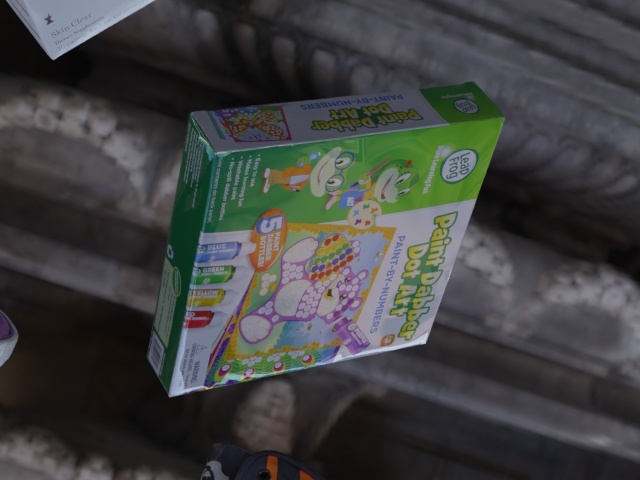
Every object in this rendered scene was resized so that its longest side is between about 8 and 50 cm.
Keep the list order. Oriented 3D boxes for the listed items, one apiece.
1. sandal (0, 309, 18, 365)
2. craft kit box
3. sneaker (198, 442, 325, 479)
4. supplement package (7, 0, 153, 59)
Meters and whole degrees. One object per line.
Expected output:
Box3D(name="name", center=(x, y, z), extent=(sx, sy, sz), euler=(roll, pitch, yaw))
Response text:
Box3D(name="sandal", center=(-0.398, 0.047, 1.240), extent=(0.169, 0.102, 0.416), euler=(34, -174, 11))
Box3D(name="craft kit box", center=(0.000, 0.000, 1.087), extent=(0.247, 0.249, 0.061), euler=(-12, -134, -29))
Box3D(name="sneaker", center=(-0.102, 0.201, 0.781), extent=(0.321, 0.180, 0.124), euler=(12, 164, -21))
Box3D(name="supplement package", center=(-0.242, -0.360, 1.483), extent=(0.204, 0.262, 0.145), euler=(49, 167, 35))
